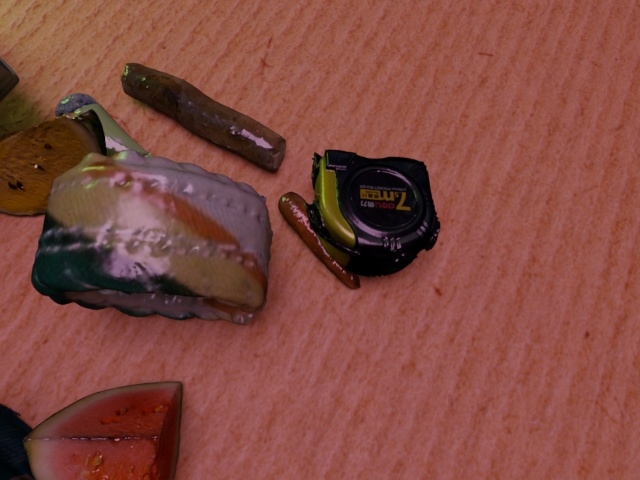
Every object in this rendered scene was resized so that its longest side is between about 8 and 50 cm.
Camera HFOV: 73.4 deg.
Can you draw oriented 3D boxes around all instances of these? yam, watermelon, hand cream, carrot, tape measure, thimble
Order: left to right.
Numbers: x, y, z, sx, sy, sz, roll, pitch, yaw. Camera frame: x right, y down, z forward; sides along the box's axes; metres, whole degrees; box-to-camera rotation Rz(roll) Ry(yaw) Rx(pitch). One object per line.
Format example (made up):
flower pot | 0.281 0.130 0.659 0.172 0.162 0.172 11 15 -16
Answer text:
watermelon | -0.423 -0.115 0.643 0.300 0.129 0.123 -16 78 19
hand cream | -0.373 -0.174 0.723 0.095 0.046 0.175 -40 83 -16
watermelon | -0.236 0.273 0.520 0.137 0.192 0.146 7 99 40
thimble | -0.195 0.011 0.555 0.287 0.254 0.168 13 71 -26
yam | -0.200 -0.216 0.733 0.317 0.067 0.071 28 43 8
carrot | 0.000 0.000 0.677 0.047 0.047 0.191 -37 77 -14
tape measure | 0.073 -0.038 0.642 0.198 0.112 0.186 3 58 -6

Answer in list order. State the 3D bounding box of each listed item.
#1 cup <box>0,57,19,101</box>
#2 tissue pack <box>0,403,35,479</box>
cup | -0.681 -0.213 0.537 0.392 0.310 0.401 -46 103 -8
tissue pack | -0.407 0.275 0.438 0.192 0.271 0.134 29 75 9
